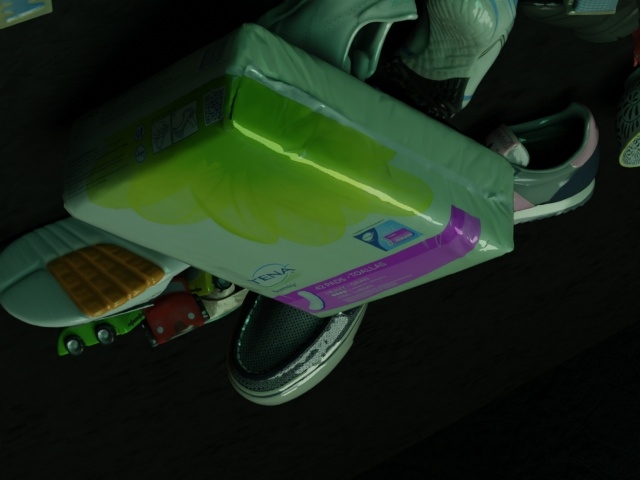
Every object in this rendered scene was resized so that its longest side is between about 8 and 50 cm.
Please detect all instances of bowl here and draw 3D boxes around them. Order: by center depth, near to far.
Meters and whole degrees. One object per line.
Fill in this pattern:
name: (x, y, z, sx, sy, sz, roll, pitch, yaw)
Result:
bowl: (0.397, -0.162, 1.609, 0.170, 0.080, 0.170, -24, 162, -8)

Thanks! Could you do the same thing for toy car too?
toy car: (-0.181, 0.060, 1.425, 0.225, 0.053, 0.239, -20, -169, 24)

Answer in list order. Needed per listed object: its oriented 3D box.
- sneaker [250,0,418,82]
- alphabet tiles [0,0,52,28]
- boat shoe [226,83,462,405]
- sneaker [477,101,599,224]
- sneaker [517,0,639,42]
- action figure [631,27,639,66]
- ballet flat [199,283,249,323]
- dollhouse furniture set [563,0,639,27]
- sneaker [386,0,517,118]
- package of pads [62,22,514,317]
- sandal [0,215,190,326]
sneaker: (-0.003, -0.142, 1.106, 0.080, 0.094, 0.212, -11, 156, -43)
alphabet tiles: (-0.259, -0.168, 0.829, 0.198, 0.009, 0.237, -21, 161, -14)
boat shoe: (0.000, 0.000, 1.356, 0.341, 0.127, 0.158, -56, 154, -1)
sneaker: (0.165, -0.067, 1.557, 0.319, 0.112, 0.131, -24, 145, -17)
sneaker: (0.267, -0.261, 1.145, 0.130, 0.109, 0.286, -1, 147, -39)
action figure: (0.339, -0.246, 1.231, 0.091, 0.139, 0.280, -9, 157, -39)
ballet flat: (-0.087, 0.037, 1.567, 0.168, 0.057, 0.052, -27, 134, -10)
dollhouse furniture set: (0.204, -0.179, 0.972, 0.303, 0.198, 0.286, -2, 153, -16)
sneaker: (0.119, -0.176, 1.209, 0.086, 0.085, 0.237, -48, 176, -20)
package of pads: (-0.027, -0.043, 1.116, 0.296, 0.101, 0.229, 25, 149, -36)
sandal: (-0.168, 0.017, 1.302, 0.265, 0.102, 0.076, -23, 159, -17)
